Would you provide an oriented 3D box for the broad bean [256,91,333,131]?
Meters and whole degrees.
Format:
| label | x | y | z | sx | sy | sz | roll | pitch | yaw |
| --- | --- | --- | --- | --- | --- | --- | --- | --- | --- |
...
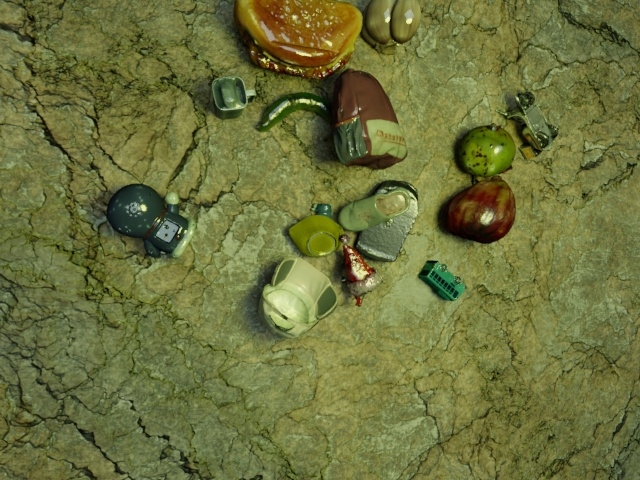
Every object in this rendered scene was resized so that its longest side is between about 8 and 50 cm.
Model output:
| label | x | y | z | sx | sy | sz | roll | pitch | yaw |
| --- | --- | --- | --- | --- | --- | --- | --- | --- | --- |
| broad bean | -0.064 | -0.419 | 1.346 | 0.291 | 0.049 | 0.144 | 1 | 95 | -18 |

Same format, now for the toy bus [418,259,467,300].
| label | x | y | z | sx | sy | sz | roll | pitch | yaw |
| --- | --- | --- | --- | --- | --- | --- | --- | --- | --- |
| toy bus | 0.445 | 0.150 | 1.484 | 0.160 | 0.079 | 0.092 | 39 | 80 | -12 |

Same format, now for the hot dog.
| label | x | y | z | sx | sy | sz | roll | pitch | yaw |
| --- | --- | --- | --- | --- | --- | --- | --- | --- | --- |
| hot dog | -0.067 | -0.628 | 1.272 | 0.404 | 0.185 | 0.223 | 0 | 89 | -16 |

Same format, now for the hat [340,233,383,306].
| label | x | y | z | sx | sy | sz | roll | pitch | yaw |
| --- | --- | --- | --- | --- | --- | --- | --- | --- | --- |
| hat | 0.111 | 0.084 | 1.348 | 0.140 | 0.128 | 0.228 | -35 | 107 | -23 |

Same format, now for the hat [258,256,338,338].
| label | x | y | z | sx | sy | sz | roll | pitch | yaw |
| --- | --- | --- | --- | --- | --- | --- | --- | --- | --- |
| hat | -0.081 | 0.182 | 1.304 | 0.232 | 0.161 | 0.275 | 38 | 57 | -11 |

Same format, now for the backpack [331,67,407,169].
| label | x | y | z | sx | sy | sz | roll | pitch | yaw |
| --- | --- | --- | --- | --- | --- | --- | --- | --- | --- |
| backpack | 0.132 | -0.393 | 1.317 | 0.283 | 0.197 | 0.318 | -9 | 82 | -55 |

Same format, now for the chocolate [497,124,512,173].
| label | x | y | z | sx | sy | sz | roll | pitch | yaw |
| --- | --- | --- | --- | --- | --- | --- | --- | --- | --- |
| chocolate | 0.698 | -0.352 | 1.579 | 0.086 | 0.028 | 0.183 | -19 | 94 | -18 |

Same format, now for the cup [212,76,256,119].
| label | x | y | z | sx | sy | sz | roll | pitch | yaw |
| --- | --- | --- | --- | --- | --- | --- | --- | --- | --- |
| cup | -0.266 | -0.436 | 1.246 | 0.128 | 0.129 | 0.095 | -13 | 95 | -16 |

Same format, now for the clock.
| label | x | y | z | sx | sy | sz | roll | pitch | yaw |
| --- | --- | --- | --- | --- | --- | --- | --- | --- | --- |
| clock | -0.489 | -0.063 | 1.182 | 0.243 | 0.146 | 0.200 | 34 | 86 | -21 |

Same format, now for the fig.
| label | x | y | z | sx | sy | sz | roll | pitch | yaw |
| --- | --- | --- | --- | --- | --- | --- | --- | --- | --- |
| fig | 0.568 | -0.098 | 1.435 | 0.263 | 0.224 | 0.224 | -30 | 99 | -2 |

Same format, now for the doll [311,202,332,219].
| label | x | y | z | sx | sy | sz | roll | pitch | yaw |
| --- | --- | --- | --- | --- | --- | --- | --- | --- | --- |
| doll | 0.006 | -0.087 | 1.372 | 0.076 | 0.050 | 0.083 | 3 | 91 | -12 |

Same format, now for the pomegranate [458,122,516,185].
| label | x | y | z | sx | sy | sz | roll | pitch | yaw |
| --- | --- | --- | --- | --- | --- | --- | --- | --- | --- |
| pomegranate | 0.614 | -0.303 | 1.477 | 0.198 | 0.198 | 0.246 | -44 | 114 | -11 |

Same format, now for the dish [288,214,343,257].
| label | x | y | z | sx | sy | sz | roll | pitch | yaw |
| --- | --- | --- | --- | --- | --- | --- | --- | --- | --- |
| dish | 0.000 | 0.000 | 1.329 | 0.207 | 0.080 | 0.149 | 9 | 113 | -20 |

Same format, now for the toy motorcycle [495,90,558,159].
| label | x | y | z | sx | sy | sz | roll | pitch | yaw |
| --- | --- | --- | --- | --- | --- | --- | --- | --- | --- |
| toy motorcycle | 0.787 | -0.441 | 1.540 | 0.091 | 0.157 | 0.263 | -39 | 102 | -15 |

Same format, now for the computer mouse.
| label | x | y | z | sx | sy | sz | roll | pitch | yaw |
| --- | --- | --- | --- | --- | --- | --- | --- | --- | --- |
| computer mouse | 0.232 | -0.069 | 1.416 | 0.168 | 0.087 | 0.296 | 22 | 97 | 1 |

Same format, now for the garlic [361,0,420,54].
| label | x | y | z | sx | sy | sz | roll | pitch | yaw |
| --- | --- | --- | --- | --- | --- | --- | --- | --- | --- |
| garlic | 0.223 | -0.735 | 1.347 | 0.160 | 0.214 | 0.191 | -6 | 103 | -6 |

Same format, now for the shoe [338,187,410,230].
| label | x | y | z | sx | sy | sz | roll | pitch | yaw |
| --- | --- | --- | --- | --- | --- | --- | --- | --- | --- |
| shoe | 0.177 | -0.100 | 1.325 | 0.250 | 0.100 | 0.103 | -22 | 94 | 7 |
